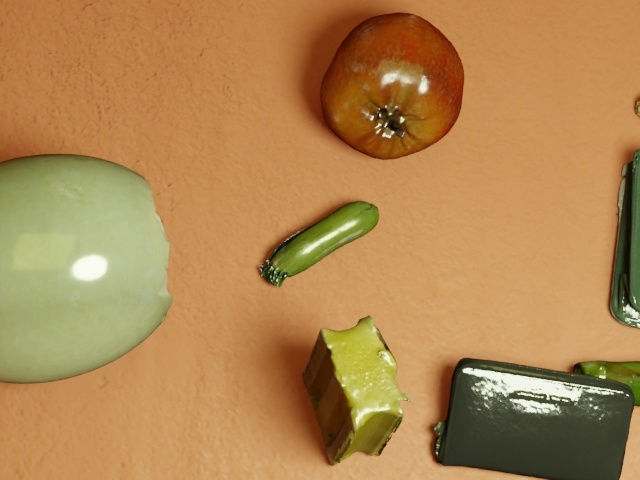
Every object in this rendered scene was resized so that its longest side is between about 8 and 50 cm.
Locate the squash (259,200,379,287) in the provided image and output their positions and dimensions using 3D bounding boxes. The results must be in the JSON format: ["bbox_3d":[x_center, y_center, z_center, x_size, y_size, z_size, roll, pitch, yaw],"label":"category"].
[{"bbox_3d":[0.000,0.000,1.831,0.183,0.052,0.052,-30,75,-10],"label":"squash"}]

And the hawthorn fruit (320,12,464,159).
[{"bbox_3d":[0.104,-0.227,1.863,0.196,0.196,0.225,12,45,0],"label":"hawthorn fruit"}]

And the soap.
[{"bbox_3d":[0.039,0.188,1.669,0.076,0.233,0.135,-14,72,-13],"label":"soap"}]

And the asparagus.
[{"bbox_3d":[0.467,0.185,1.787,0.277,0.060,0.067,-4,78,-5],"label":"asparagus"}]

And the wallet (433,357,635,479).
[{"bbox_3d":[0.273,0.234,1.741,0.250,0.044,0.149,10,98,0],"label":"wallet"}]

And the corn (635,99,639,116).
[{"bbox_3d":[0.495,-0.195,1.937,0.092,0.037,0.037,-8,71,-9],"label":"corn"}]

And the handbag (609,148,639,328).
[{"bbox_3d":[0.530,0.009,1.845,0.247,0.079,0.260,10,68,-2],"label":"handbag"}]

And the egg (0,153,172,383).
[{"bbox_3d":[-0.359,0.037,1.670,0.336,0.278,0.278,-9,71,-13],"label":"egg"}]
